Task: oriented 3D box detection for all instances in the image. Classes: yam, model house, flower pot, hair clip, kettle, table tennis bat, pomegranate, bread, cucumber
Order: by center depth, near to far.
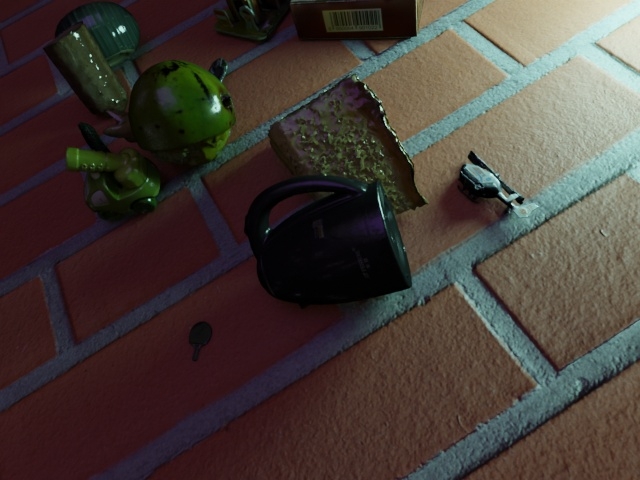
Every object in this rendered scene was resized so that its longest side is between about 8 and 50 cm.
[{"bbox_3d":[0.000,0.000,0.856,0.290,0.269,0.207,-16,21,16],"label":"kettle"},{"bbox_3d":[-0.257,0.212,0.940,0.050,0.007,0.083,0,62,13],"label":"table tennis bat"},{"bbox_3d":[0.053,-0.186,1.037,0.248,0.279,0.316,-31,104,-3],"label":"bread"},{"bbox_3d":[-0.367,-0.304,1.089,0.340,0.260,0.261,-4,63,7],"label":"pomegranate"},{"bbox_3d":[-0.622,-0.262,1.244,0.044,0.043,0.257,-37,61,-12],"label":"cucumber"},{"bbox_3d":[-0.325,-0.418,1.255,0.065,0.036,0.229,19,72,21],"label":"hair clip"},{"bbox_3d":[-0.653,-0.474,1.257,0.129,0.238,0.128,-25,46,-2],"label":"yam"},{"bbox_3d":[-0.263,-0.829,1.283,0.339,0.324,0.301,23,71,22],"label":"model house"},{"bbox_3d":[-0.669,-0.613,1.349,0.243,0.189,0.157,-32,101,-10],"label":"flower pot"}]

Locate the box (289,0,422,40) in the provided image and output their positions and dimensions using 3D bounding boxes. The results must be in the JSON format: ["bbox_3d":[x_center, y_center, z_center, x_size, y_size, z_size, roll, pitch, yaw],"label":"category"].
[{"bbox_3d":[0.130,-0.755,1.268,0.344,0.122,0.386,7,66,16],"label":"box"}]

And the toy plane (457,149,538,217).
[{"bbox_3d":[0.357,-0.111,0.934,0.078,0.053,0.197,-31,57,-13],"label":"toy plane"}]

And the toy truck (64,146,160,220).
[{"bbox_3d":[-0.491,-0.155,1.080,0.186,0.211,0.148,-5,61,-10],"label":"toy truck"}]
